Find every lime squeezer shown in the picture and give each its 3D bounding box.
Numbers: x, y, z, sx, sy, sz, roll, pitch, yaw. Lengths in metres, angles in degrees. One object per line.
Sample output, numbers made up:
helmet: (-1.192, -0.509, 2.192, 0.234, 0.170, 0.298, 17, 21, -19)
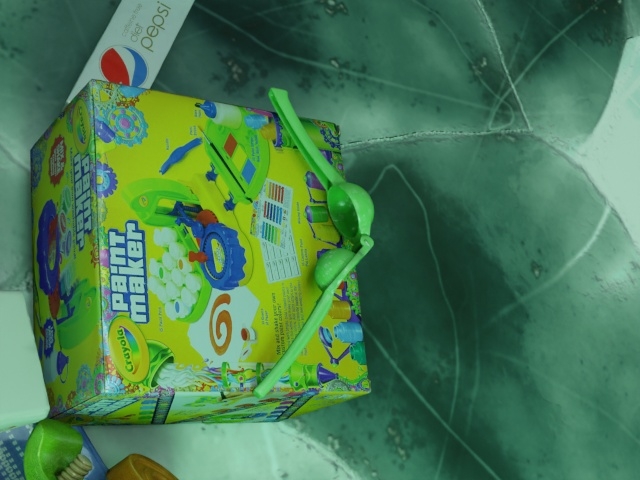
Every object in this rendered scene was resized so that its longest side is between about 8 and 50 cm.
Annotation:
lime squeezer: (0.000, 0.000, 0.947, 0.109, 0.059, 0.311, 16, 65, -30)

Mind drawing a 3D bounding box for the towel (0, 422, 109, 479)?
towel: (-0.383, 0.215, 0.908, 0.336, 0.040, 0.243, -31, 89, -30)

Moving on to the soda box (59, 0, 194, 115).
soda box: (-0.215, -0.206, 1.122, 0.073, 0.069, 0.216, 28, 61, -14)

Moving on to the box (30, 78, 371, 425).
box: (-0.125, 0.026, 0.997, 0.279, 0.177, 0.290, 7, 68, -34)

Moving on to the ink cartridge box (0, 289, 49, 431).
ink cartridge box: (-0.368, 0.114, 0.739, 0.273, 0.198, 0.115, 10, 63, -69)

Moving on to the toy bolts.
toy bolts: (-0.187, 0.299, 0.872, 0.228, 0.218, 0.158, 40, 90, 29)
